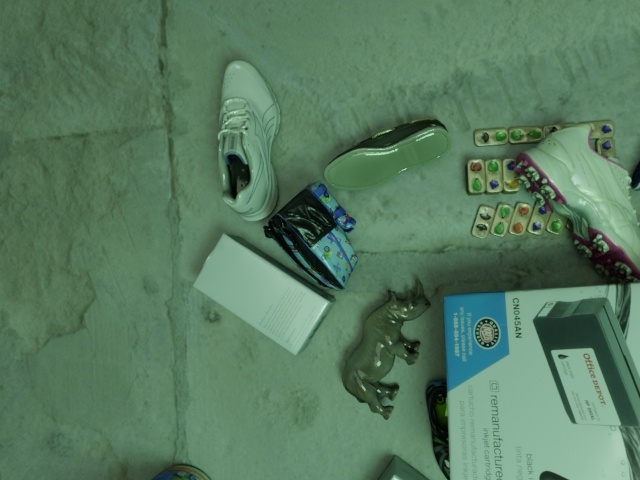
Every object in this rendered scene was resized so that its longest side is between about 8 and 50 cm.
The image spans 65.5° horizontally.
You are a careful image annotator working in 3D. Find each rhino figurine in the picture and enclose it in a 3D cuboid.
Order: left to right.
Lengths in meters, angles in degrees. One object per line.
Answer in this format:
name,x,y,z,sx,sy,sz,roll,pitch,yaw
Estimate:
rhino figurine,0.120,0.178,0.873,0.106,0.073,0.243,25,90,7

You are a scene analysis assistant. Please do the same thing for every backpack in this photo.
backpack,0.000,0.000,0.862,0.117,0.158,0.173,-44,95,-13

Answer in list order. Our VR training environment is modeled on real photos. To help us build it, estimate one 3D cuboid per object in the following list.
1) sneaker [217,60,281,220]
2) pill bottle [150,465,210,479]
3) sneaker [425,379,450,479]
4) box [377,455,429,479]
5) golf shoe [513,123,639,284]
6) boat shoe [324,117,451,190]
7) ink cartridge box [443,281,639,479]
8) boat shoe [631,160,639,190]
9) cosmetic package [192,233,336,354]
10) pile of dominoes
sneaker,-0.135,-0.188,0.902,0.111,0.129,0.297,-7,85,11
pill bottle,-0.283,0.500,0.825,0.152,0.272,0.152,0,88,9
sneaker,0.219,0.335,0.846,0.067,0.078,0.188,-15,86,9
box,0.140,0.451,0.850,0.101,0.087,0.102,35,93,9
golf shoe,0.456,-0.053,0.794,0.140,0.115,0.306,-40,91,-1
boat shoe,0.116,-0.154,0.891,0.227,0.069,0.081,-16,125,12
ink cartridge box,0.389,0.214,0.691,0.394,0.166,0.286,-8,68,27
boat shoe,0.586,-0.148,0.811,0.066,0.066,0.183,35,94,8
cosmetic package,-0.101,0.095,0.908,0.231,0.085,0.117,33,93,11
pile of dominoes,0.382,-0.105,0.857,0.251,0.040,0.196,-3,87,10
